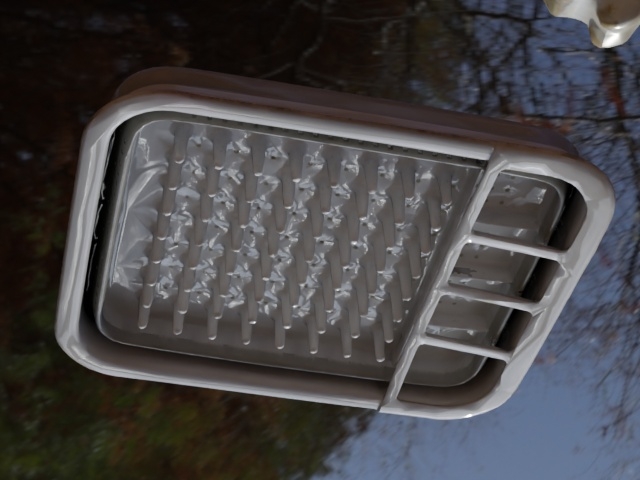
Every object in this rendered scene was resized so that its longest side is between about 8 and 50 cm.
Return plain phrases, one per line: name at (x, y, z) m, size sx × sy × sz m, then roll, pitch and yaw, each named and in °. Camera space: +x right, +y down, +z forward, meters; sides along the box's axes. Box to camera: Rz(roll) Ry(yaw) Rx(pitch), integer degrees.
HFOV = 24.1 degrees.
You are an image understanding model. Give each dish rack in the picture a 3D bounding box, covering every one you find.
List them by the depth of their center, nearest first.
dish rack at (0.000, 0.000, 0.999) m, size 0.332 × 0.072 × 0.285 m, roll 8°, pitch -41°, yaw -10°

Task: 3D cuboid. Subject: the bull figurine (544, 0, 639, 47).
bull figurine at (0.148, -0.050, 0.301) m, size 0.188 × 0.101 × 0.310 m, roll -18°, pitch -90°, yaw 1°
